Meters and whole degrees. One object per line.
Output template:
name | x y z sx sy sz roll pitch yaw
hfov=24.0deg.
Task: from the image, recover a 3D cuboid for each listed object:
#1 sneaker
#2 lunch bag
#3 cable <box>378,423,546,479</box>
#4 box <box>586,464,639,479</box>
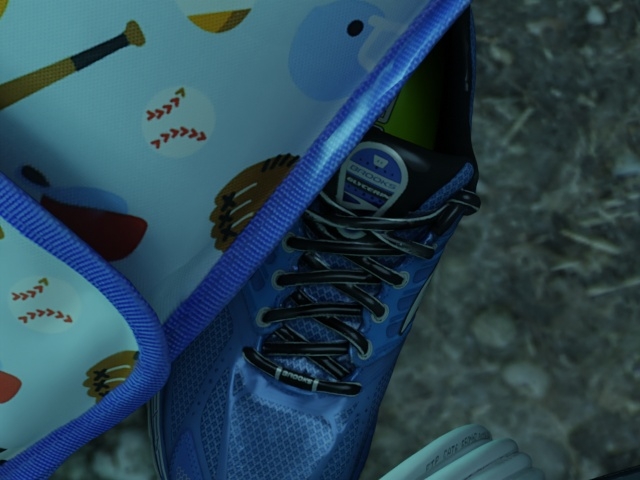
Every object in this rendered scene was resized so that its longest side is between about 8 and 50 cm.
sneaker | 0.000 0.000 0.756 0.129 0.147 0.330 17 73 -5
lunch bag | -0.151 -0.106 0.636 0.328 0.239 0.385 41 96 -18
cable | 0.000 0.183 0.652 0.257 0.257 0.089 -38 78 4
box | 0.221 0.224 0.781 0.183 0.059 0.233 -13 79 -14
